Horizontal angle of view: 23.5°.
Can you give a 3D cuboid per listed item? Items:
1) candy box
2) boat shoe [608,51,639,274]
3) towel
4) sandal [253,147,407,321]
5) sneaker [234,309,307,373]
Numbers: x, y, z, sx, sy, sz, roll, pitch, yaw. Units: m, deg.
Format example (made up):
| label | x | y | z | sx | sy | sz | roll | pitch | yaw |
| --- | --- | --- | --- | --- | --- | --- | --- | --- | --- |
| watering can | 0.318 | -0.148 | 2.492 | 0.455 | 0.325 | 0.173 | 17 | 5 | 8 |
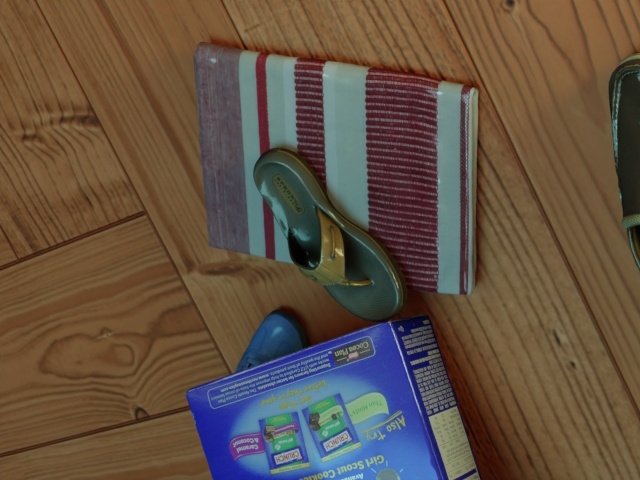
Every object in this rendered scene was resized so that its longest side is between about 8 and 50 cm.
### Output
| label | x | y | z | sx | sy | sz | roll | pitch | yaw |
| --- | --- | --- | --- | --- | --- | --- | --- | --- | --- |
| candy box | 0.032 | 0.268 | 1.644 | 0.268 | 0.122 | 0.317 | -20 | 83 | 26 |
| boat shoe | 0.312 | -0.039 | 1.384 | 0.095 | 0.095 | 0.258 | -8 | 110 | 38 |
| towel | 0.015 | -0.077 | 1.616 | 0.329 | 0.037 | 0.237 | 12 | 119 | 28 |
| sandal | 0.000 | 0.000 | 1.600 | 0.090 | 0.060 | 0.219 | -36 | 90 | 39 |
| sneaker | -0.076 | 0.173 | 1.786 | 0.069 | 0.082 | 0.209 | 36 | 129 | 16 |
